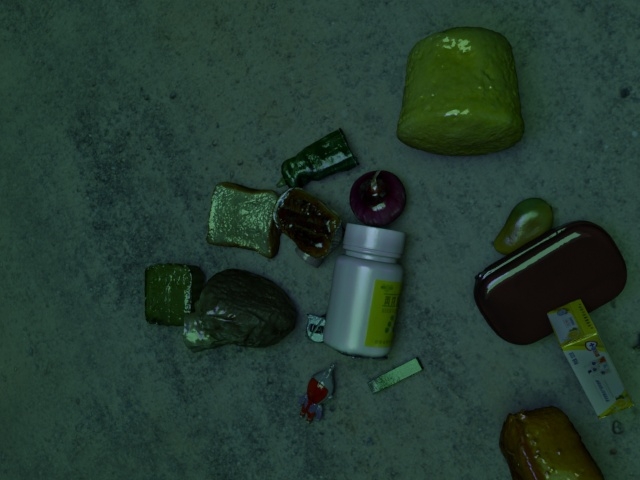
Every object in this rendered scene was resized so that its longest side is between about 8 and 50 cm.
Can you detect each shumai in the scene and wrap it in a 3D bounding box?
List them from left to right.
[{"bbox_3d":[-0.266,0.274,1.925,0.329,0.292,0.289,18,117,-18],"label":"shumai"}]

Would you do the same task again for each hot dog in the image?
[{"bbox_3d":[-0.042,-0.058,1.836,0.270,0.082,0.163,38,99,34],"label":"hot dog"}]

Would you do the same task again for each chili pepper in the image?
[{"bbox_3d":[-0.024,-0.239,1.919,0.270,0.099,0.136,-27,92,12],"label":"chili pepper"}]

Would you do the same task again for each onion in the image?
[{"bbox_3d":[0.173,-0.129,1.825,0.177,0.153,0.177,2,94,24],"label":"onion"}]

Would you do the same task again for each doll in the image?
[{"bbox_3d":[-0.007,0.483,1.905,0.102,0.075,0.228,32,108,26],"label":"doll"}]

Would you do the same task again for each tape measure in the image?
[{"bbox_3d":[-0.003,0.281,1.921,0.091,0.054,0.094,-3,78,16],"label":"tape measure"}]

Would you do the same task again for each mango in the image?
[{"bbox_3d":[0.591,-0.033,1.727,0.122,0.085,0.191,28,107,3],"label":"mango"}]

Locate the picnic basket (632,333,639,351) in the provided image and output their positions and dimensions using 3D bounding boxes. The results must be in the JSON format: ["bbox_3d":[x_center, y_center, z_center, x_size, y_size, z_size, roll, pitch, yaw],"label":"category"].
[{"bbox_3d":[0.894,0.292,1.628,0.083,0.065,0.083,-11,69,13],"label":"picnic basket"}]

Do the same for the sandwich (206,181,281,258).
[{"bbox_3d":[-0.251,-0.070,1.994,0.251,0.087,0.226,11,91,18],"label":"sandwich"}]

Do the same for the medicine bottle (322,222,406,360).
[{"bbox_3d":[0.135,0.148,1.796,0.213,0.213,0.379,9,92,18],"label":"medicine bottle"}]

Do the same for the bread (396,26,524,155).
[{"bbox_3d":[0.383,-0.400,1.671,0.348,0.348,0.308,-3,83,18],"label":"bread"}]

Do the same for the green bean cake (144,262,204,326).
[{"bbox_3d":[-0.502,0.184,2.054,0.200,0.113,0.214,1,89,21],"label":"green bean cake"}]

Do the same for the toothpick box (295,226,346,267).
[{"bbox_3d":[0.000,0.000,1.904,0.098,0.098,0.149,41,101,15],"label":"toothpick box"}]

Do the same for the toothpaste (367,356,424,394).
[{"bbox_3d":[0.231,0.418,1.851,0.178,0.037,0.043,-31,76,15],"label":"toothpaste"}]

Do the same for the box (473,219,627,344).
[{"bbox_3d":[0.635,0.121,1.668,0.403,0.108,0.263,-32,97,15],"label":"box"}]

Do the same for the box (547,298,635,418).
[{"bbox_3d":[0.709,0.311,1.581,0.097,0.168,0.265,-27,111,19],"label":"box"}]

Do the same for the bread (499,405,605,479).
[{"bbox_3d":[0.612,0.618,1.565,0.204,0.337,0.358,-24,55,6],"label":"bread"}]
